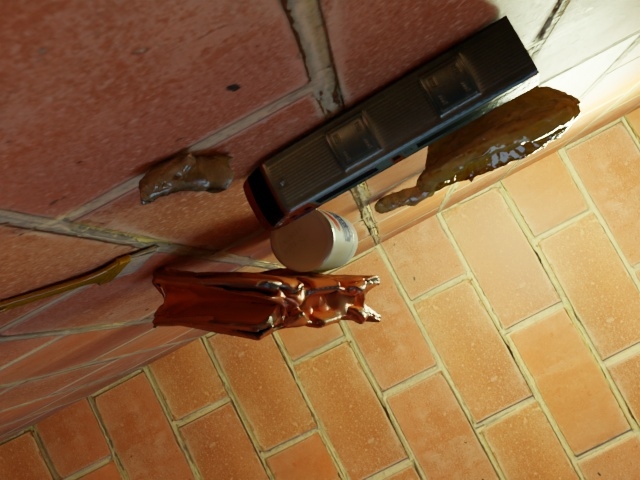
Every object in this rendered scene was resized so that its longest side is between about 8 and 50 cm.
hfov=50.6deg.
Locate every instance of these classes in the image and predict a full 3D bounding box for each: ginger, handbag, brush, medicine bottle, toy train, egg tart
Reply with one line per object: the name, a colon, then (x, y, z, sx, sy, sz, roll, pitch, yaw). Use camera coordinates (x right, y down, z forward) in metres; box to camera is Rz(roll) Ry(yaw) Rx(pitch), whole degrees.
ginger: (0.269, -0.134, 1.762, 0.288, 0.075, 0.089, -25, 152, 17)
handbag: (-0.096, 0.111, 1.308, 0.303, 0.116, 0.410, -1, 178, 34)
brush: (-0.369, 0.065, 0.991, 0.272, 0.013, 0.103, -21, 170, -42)
ginger: (-0.138, -0.071, 0.742, 0.057, 0.044, 0.137, -10, -177, 36)
medicine bottle: (0.000, 0.000, 1.453, 0.130, 0.130, 0.341, -29, 173, 10)
toy train: (0.074, -0.138, 0.868, 0.409, 0.086, 0.089, -28, 173, 13)
egg tart: (0.286, -0.190, 1.158, 0.319, 0.128, 0.319, -25, 174, -3)

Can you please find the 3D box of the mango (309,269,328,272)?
mango: (0.002, 0.025, 1.736, 0.156, 0.114, 0.251, -23, 177, 27)
